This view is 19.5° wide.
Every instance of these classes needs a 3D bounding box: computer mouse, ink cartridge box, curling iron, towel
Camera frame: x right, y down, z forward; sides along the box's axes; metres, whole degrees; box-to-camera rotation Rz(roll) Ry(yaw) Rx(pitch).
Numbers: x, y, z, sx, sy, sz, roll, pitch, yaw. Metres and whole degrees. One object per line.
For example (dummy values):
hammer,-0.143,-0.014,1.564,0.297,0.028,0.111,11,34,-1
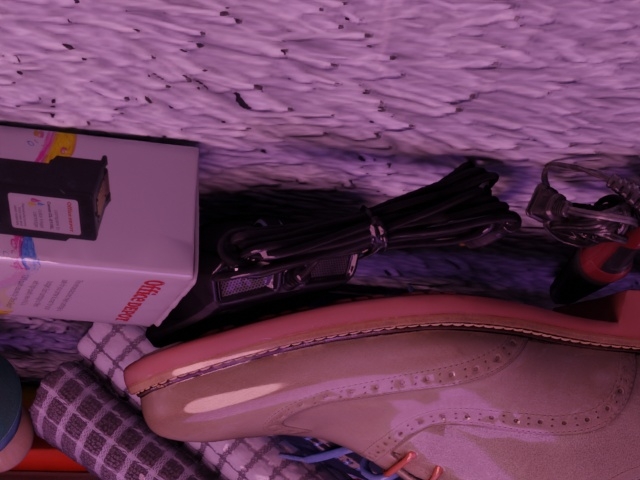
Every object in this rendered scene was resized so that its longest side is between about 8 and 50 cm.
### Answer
computer mouse,0.000,0.000,1.042,0.184,0.060,0.262,-12,172,-17
ink cartridge box,-0.159,-0.007,0.974,0.175,0.072,0.127,5,164,-15
curling iron,0.151,0.002,1.067,0.068,0.035,0.274,21,172,8
towel,-0.075,0.178,1.378,0.235,0.121,0.284,36,174,15

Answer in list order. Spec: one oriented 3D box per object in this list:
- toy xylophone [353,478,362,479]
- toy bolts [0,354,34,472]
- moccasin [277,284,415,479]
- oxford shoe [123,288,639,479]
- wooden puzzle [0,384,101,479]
toy xylophone,-0.115,0.232,1.756,0.236,0.081,0.322,-21,158,23
toy bolts,-0.322,0.139,1.336,0.228,0.218,0.158,-31,148,-2
moccasin,0.103,0.116,1.214,0.342,0.138,0.117,17,-178,-6
oxford shoe,0.086,0.106,1.083,0.397,0.146,0.140,-1,172,-10
wooden puzzle,-0.271,0.154,1.507,0.238,0.044,0.221,8,-168,-18
